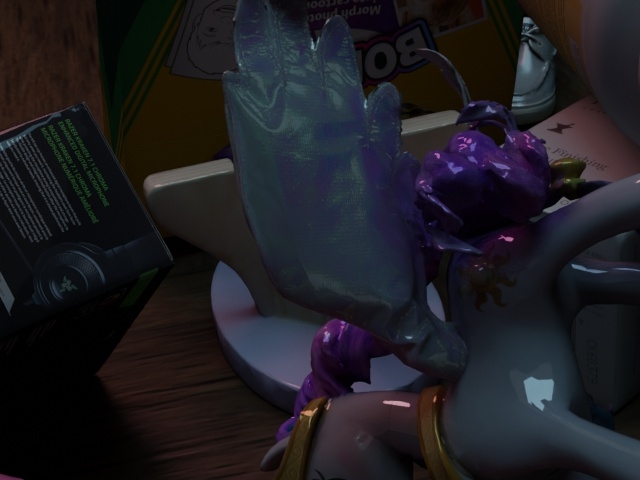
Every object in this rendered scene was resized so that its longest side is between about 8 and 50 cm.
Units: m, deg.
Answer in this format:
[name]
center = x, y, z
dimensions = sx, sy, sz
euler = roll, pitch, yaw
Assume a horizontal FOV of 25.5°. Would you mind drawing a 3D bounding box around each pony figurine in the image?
[pony figurine]
center = 0.102, 0.034, 0.813
dimensions = 0.363, 0.351, 0.302
euler = -4, -6, 34

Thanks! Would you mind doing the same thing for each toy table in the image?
[toy table]
center = 0.000, 0.000, 1.096
dimensions = 0.252, 0.161, 0.274
euler = -19, 31, -22

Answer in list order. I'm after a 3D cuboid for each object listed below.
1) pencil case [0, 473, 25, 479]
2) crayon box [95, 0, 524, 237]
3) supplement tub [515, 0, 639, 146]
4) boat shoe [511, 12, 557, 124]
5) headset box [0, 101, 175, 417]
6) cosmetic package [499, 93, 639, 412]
[pencil case]
center = -0.136, 0.217, 0.745
dimensions = 0.386, 0.160, 0.167
euler = 9, 66, 24
[crayon box]
center = -0.006, -0.179, 1.217
dimensions = 0.362, 0.313, 0.106
euler = -11, 37, -17
[supplement tub]
center = 0.271, -0.193, 0.990
dimensions = 0.241, 0.241, 0.331
euler = -10, 33, -7
[boat shoe]
center = 0.208, -0.194, 1.473
dimensions = 0.079, 0.081, 0.227
euler = 2, 30, 13
[headset box]
center = -0.259, 0.050, 0.956
dimensions = 0.283, 0.246, 0.131
euler = -25, 78, -30
[cosmetic package]
center = 0.213, 0.002, 1.057
dimensions = 0.151, 0.151, 0.183
euler = 23, 40, 38
